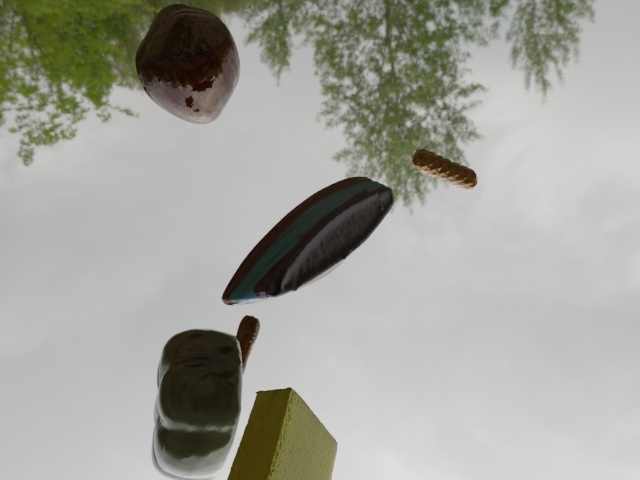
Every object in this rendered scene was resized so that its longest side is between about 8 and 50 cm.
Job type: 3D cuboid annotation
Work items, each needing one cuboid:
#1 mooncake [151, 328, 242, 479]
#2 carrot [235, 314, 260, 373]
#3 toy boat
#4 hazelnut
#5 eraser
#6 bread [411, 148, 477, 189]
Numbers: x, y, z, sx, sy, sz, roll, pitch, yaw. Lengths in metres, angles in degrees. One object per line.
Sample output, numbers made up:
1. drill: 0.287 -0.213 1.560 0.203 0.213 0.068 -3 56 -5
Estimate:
1. mooncake: -0.229 0.291 1.009 0.135 0.274 0.274 8 -147 -19
2. carrot: -0.172 0.248 1.179 0.047 0.047 0.191 13 -104 21
3. toy boat: 0.000 0.000 0.919 0.080 0.136 0.392 -4 -157 40
4. hazelnut: -0.253 -0.356 1.151 0.218 0.218 0.233 4 -119 9
5. eraser: -0.032 0.202 0.475 0.045 0.097 0.122 -16 -143 26
6. bread: 0.266 -0.151 1.206 0.157 0.044 0.052 19 -120 -17
